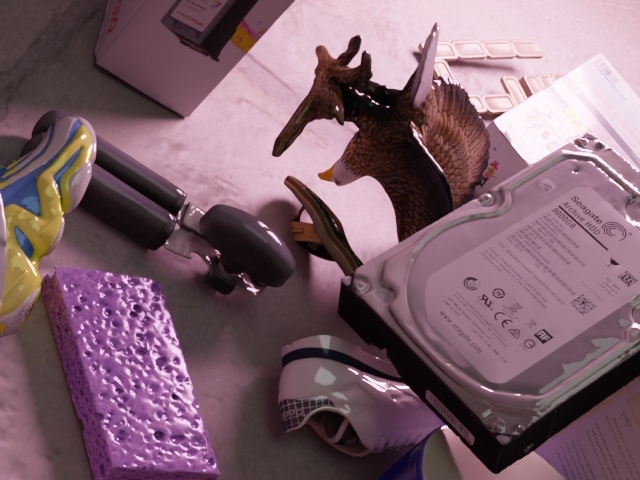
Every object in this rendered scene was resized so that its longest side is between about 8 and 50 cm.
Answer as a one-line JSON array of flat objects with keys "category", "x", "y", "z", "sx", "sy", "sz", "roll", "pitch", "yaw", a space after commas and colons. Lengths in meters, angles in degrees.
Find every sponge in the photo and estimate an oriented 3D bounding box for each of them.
[{"category": "sponge", "x": -0.168, "y": 0.120, "z": 1.415, "sx": 0.117, "sy": 0.031, "sz": 0.210, "roll": 9, "pitch": 48, "yaw": -41}]

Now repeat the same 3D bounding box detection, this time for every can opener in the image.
[{"category": "can opener", "x": -0.152, "y": -0.038, "z": 1.551, "sx": 0.280, "sy": 0.093, "sz": 0.074, "roll": 30, "pitch": 38, "yaw": -13}]

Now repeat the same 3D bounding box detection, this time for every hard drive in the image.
[{"category": "hard drive", "x": 0.219, "y": 0.048, "z": 1.556, "sx": 0.339, "sy": 0.064, "sz": 0.237, "roll": -29, "pitch": 58, "yaw": -26}]

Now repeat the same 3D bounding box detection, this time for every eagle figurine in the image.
[{"category": "eagle figurine", "x": 0.092, "y": -0.079, "z": 1.723, "sx": 0.298, "sy": 0.226, "sz": 0.225, "roll": 45, "pitch": -9, "yaw": -21}]

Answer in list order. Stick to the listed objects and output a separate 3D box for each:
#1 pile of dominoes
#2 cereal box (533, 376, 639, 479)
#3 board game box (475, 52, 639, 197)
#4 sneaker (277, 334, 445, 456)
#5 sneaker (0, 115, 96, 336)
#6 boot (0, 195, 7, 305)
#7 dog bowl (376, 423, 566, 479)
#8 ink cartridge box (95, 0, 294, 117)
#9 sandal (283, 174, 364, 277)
[{"category": "pile of dominoes", "x": 0.253, "y": -0.182, "z": 2.176, "sx": 0.251, "sy": 0.040, "sz": 0.196, "roll": -7, "pitch": 63, "yaw": -40}, {"category": "cereal box", "x": 0.284, "y": 0.203, "z": 1.612, "sx": 0.047, "sy": 0.240, "sz": 0.173, "roll": 21, "pitch": 41, "yaw": -45}, {"category": "board game box", "x": 0.338, "y": -0.091, "z": 2.070, "sx": 0.224, "sy": 0.097, "sz": 0.303, "roll": 51, "pitch": 41, "yaw": 7}, {"category": "sneaker", "x": 0.058, "y": 0.172, "z": 1.564, "sx": 0.235, "sy": 0.090, "sz": 0.094, "roll": 19, "pitch": 54, "yaw": -26}, {"category": "sneaker", "x": -0.279, "y": -0.037, "z": 1.393, "sx": 0.126, "sy": 0.091, "sz": 0.240, "roll": 28, "pitch": 47, "yaw": -17}, {"category": "boot", "x": -0.318, "y": 0.049, "z": 1.235, "sx": 0.123, "sy": 0.095, "sz": 0.258, "roll": 12, "pitch": 66, "yaw": -34}, {"category": "dog bowl", "x": 0.160, "y": 0.300, "z": 1.476, "sx": 0.265, "sy": 0.104, "sz": 0.265, "roll": 31, "pitch": 29, "yaw": -20}, {"category": "ink cartridge box", "x": -0.092, "y": -0.314, "z": 1.698, "sx": 0.131, "sy": 0.306, "sz": 0.226, "roll": 31, "pitch": 37, "yaw": -21}, {"category": "sandal", "x": 0.000, "y": 0.000, "z": 1.692, "sx": 0.180, "sy": 0.049, "sz": 0.072, "roll": 59, "pitch": 10, "yaw": 31}]
